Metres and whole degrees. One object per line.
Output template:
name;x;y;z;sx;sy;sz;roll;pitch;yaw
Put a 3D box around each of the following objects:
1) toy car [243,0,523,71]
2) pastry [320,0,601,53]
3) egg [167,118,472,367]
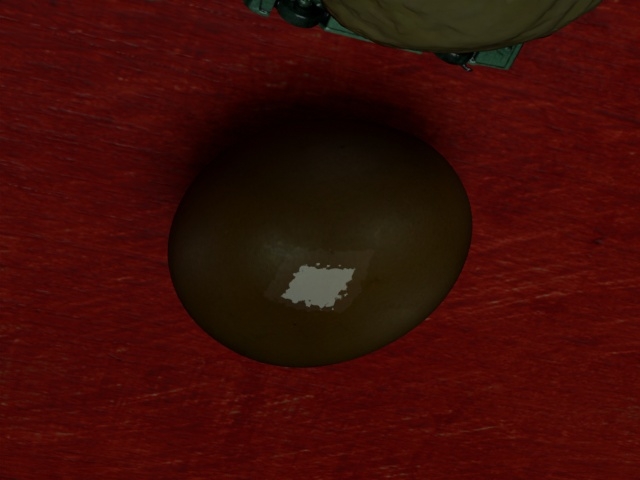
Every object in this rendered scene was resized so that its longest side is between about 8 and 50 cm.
toy car;0.083;-0.274;1.571;0.321;0.097;0.141;10;131;-19
pastry;0.117;-0.345;1.339;0.388;0.388;0.312;22;151;-26
egg;0.000;0.000;1.690;0.351;0.282;0.282;-18;133;-1
